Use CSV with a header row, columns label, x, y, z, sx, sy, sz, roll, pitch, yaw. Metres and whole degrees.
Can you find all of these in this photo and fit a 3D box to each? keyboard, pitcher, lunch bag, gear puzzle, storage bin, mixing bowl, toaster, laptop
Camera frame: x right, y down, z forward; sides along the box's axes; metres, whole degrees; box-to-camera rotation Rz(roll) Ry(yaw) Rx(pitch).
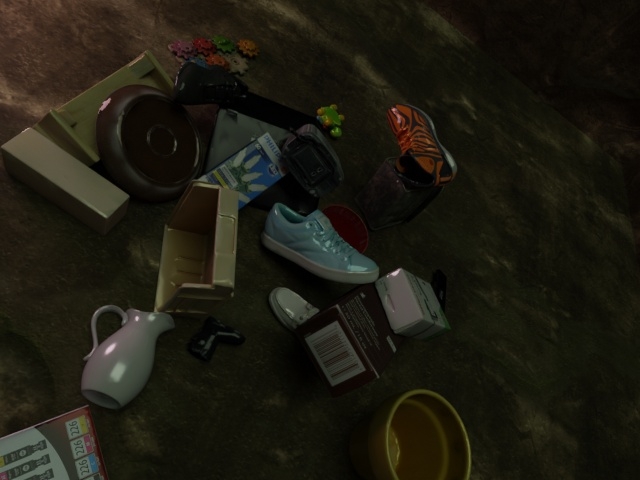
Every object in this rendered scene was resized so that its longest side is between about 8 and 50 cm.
label,x,y,z,sx,sy,sz,roll,pitch,yaw
keyboard,0.407,0.189,1.501,0.100,0.038,0.192,44,46,-34
pitcher,-0.441,0.240,0.918,0.177,0.126,0.207,15,45,1
lunch bag,0.305,-0.174,1.493,0.287,0.235,0.169,-15,68,-35
gear puzzle,-0.339,-0.653,1.482,0.339,0.044,0.175,-31,81,-38
storage bin,-0.294,0.034,1.015,0.123,0.260,0.262,14,59,-29
mixing bowl,0.049,-0.011,1.342,0.181,0.098,0.182,14,58,-24
toaster,-0.028,-0.248,1.256,0.227,0.129,0.146,50,18,-22
laptop,-0.186,-0.303,1.410,0.381,0.236,0.408,14,87,-24

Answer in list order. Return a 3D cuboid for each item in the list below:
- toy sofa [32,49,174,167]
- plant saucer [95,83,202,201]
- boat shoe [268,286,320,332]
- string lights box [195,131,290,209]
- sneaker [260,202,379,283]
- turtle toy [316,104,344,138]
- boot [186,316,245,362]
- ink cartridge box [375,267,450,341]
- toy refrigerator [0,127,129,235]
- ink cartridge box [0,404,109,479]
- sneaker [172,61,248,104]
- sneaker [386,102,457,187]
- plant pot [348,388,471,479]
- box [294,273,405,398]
label,x,y,z,sx,sy,sz,roll,pitch,yaw
toy sofa,-0.566,-0.343,1.143,0.150,0.177,0.363,54,47,-27
plant saucer,-0.429,-0.259,1.126,0.310,0.050,0.311,4,85,-54
boat shoe,-0.022,0.224,1.176,0.277,0.096,0.098,44,51,-4
string lights box,-0.224,-0.183,1.221,0.259,0.076,0.133,-41,108,-21
sneaker,0.000,0.000,1.176,0.365,0.150,0.135,21,26,14
turtle toy,0.038,-0.443,1.585,0.095,0.066,0.130,-30,83,-38
boot,-0.259,0.255,1.052,0.121,0.045,0.099,31,51,-4
ink cartridge box,0.262,0.186,1.198,0.219,0.092,0.160,27,38,-52
toy refrigerator,-0.604,-0.139,1.021,0.269,0.102,0.094,36,53,-9
ink cartridge box,-0.506,0.493,0.726,0.271,0.130,0.310,-15,74,-34
sneaker,-0.300,-0.431,1.192,0.130,0.109,0.286,26,34,8
sneaker,0.283,-0.301,1.330,0.180,0.125,0.321,-21,68,-39
plant pot,0.197,0.519,1.060,0.254,0.239,0.254,14,59,-25
box,0.105,0.232,1.118,0.191,0.143,0.381,59,21,6
